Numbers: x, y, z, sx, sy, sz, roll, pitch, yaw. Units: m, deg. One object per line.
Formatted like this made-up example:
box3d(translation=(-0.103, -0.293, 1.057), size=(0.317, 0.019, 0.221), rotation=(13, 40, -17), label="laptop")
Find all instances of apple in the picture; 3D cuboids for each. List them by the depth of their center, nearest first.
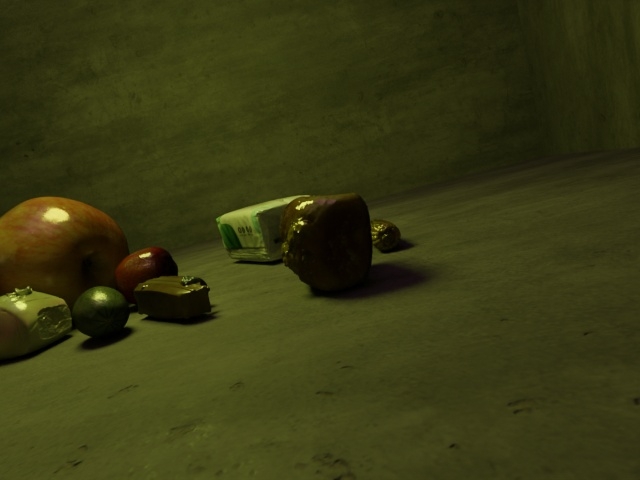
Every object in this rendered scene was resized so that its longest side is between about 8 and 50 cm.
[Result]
box3d(translation=(-0.770, 0.059, 1.290), size=(0.346, 0.391, 0.391), rotation=(11, 18, 24), label="apple")

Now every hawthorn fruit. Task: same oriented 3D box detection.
box3d(translation=(-0.503, 0.107, 1.231), size=(0.188, 0.169, 0.169), rotation=(-13, 8, 3), label="hawthorn fruit")

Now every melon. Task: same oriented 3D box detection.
box3d(translation=(-0.493, 0.161, 0.977), size=(0.114, 0.114, 0.167), rotation=(-20, 11, -35), label="melon")

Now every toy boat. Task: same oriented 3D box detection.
box3d(translation=(-0.340, 0.127, 1.020), size=(0.310, 0.089, 0.115), rotation=(-7, 8, 45), label="toy boat")

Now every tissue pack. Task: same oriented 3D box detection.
box3d(translation=(-0.175, -0.042, 1.539), size=(0.266, 0.194, 0.356), rotation=(-18, 9, -33), label="tissue pack")

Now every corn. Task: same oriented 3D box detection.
box3d(translation=(0.167, -0.020, 1.196), size=(0.080, 0.080, 0.231), rotation=(-14, 6, 1), label="corn")

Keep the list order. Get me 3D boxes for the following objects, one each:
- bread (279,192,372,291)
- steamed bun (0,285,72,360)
box3d(translation=(0.000, 0.000, 0.923), size=(0.176, 0.196, 0.246), rotation=(-9, 5, -9), label="bread")
box3d(translation=(-0.739, 0.193, 1.050), size=(0.238, 0.153, 0.170), rotation=(-9, 8, 20), label="steamed bun")
